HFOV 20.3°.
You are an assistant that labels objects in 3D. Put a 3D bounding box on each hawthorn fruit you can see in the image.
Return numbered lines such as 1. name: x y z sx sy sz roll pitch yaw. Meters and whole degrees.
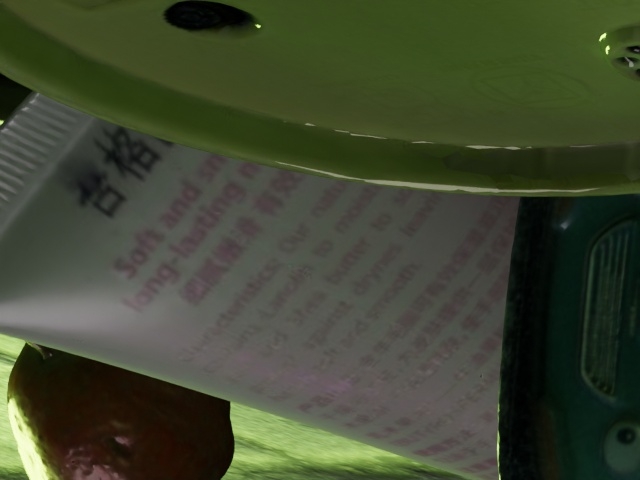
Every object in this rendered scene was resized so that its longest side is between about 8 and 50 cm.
1. hawthorn fruit: -0.129 0.099 1.143 0.149 0.149 0.189 9 128 25

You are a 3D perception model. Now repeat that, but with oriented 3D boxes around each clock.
1. clock: 0.023 -0.077 0.366 0.235 0.096 0.308 -5 163 41

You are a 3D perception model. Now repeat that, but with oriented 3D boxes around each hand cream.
1. hand cream: 0.047 0.013 0.628 0.358 0.185 0.118 27 -155 -36

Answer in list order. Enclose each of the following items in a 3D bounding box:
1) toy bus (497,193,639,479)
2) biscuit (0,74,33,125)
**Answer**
1. toy bus: 0.183 0.043 0.546 0.256 0.128 0.147 16 166 -43
2. biscuit: -0.166 -0.050 0.796 0.322 0.038 0.099 10 160 23
